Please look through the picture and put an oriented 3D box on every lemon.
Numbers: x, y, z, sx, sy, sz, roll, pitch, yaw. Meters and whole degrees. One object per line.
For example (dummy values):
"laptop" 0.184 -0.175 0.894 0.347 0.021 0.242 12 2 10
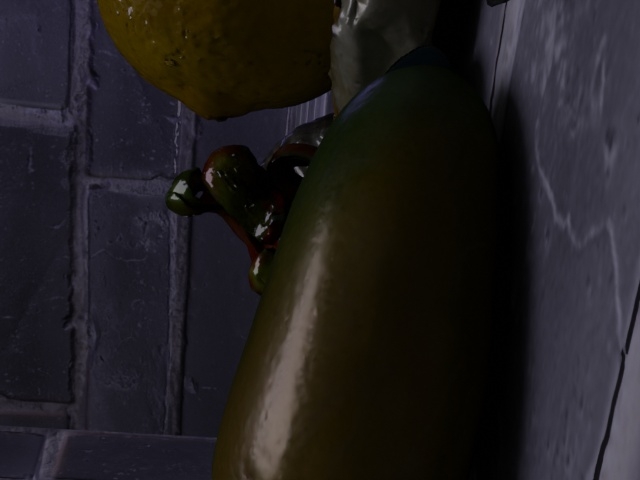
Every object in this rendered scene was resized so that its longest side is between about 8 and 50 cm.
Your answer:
"lemon" -0.071 -0.250 1.141 0.293 0.293 0.293 -176 90 -86

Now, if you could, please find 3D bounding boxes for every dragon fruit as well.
"dragon fruit" 0.000 0.000 0.726 0.142 0.175 0.138 -58 0 29

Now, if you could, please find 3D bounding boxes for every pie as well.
"pie" 0.040 -0.188 0.792 0.339 0.077 0.339 -176 90 -86

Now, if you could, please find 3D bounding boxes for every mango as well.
"mango" 0.027 0.044 0.562 0.156 0.114 0.251 5 -76 -80

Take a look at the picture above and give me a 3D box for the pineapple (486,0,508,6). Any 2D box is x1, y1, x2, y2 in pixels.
"pineapple" 0.041 -0.164 0.424 0.310 0.141 0.170 -62 -48 -81

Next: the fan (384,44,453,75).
"fan" 0.047 -0.026 0.679 0.113 0.005 0.175 -52 -33 -27

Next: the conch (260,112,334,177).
"conch" 0.011 -0.048 1.149 0.155 0.130 0.207 -44 4 33
